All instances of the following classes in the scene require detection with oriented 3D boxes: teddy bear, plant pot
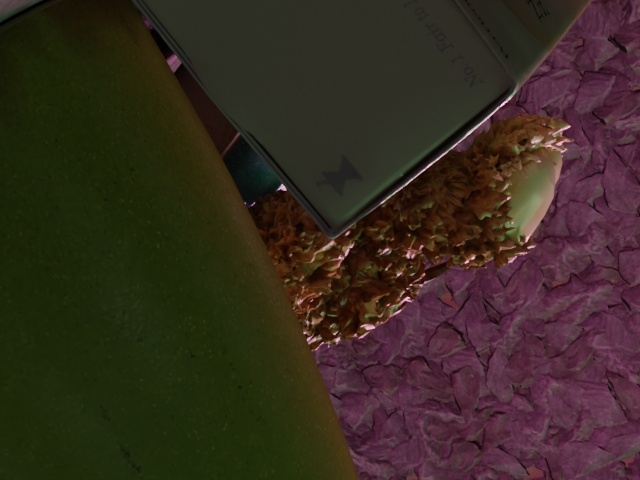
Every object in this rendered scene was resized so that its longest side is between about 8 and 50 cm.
[{"bbox_3d":[0.000,0.000,0.908,0.338,0.113,0.245,-24,-173,30],"label":"teddy bear"},{"bbox_3d":[-0.114,0.077,0.718,0.275,0.293,0.275,-38,-177,2],"label":"plant pot"}]

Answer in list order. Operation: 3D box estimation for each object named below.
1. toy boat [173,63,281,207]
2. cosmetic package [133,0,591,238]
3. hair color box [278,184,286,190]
[{"bbox_3d":[-0.022,-0.100,1.099,0.267,0.148,0.318,-51,-178,22],"label":"toy boat"},{"bbox_3d":[0.035,-0.130,0.749,0.113,0.160,0.309,-38,-176,21],"label":"cosmetic package"},{"bbox_3d":[-0.184,0.022,1.497,0.374,0.113,0.185,-37,140,6],"label":"hair color box"}]
